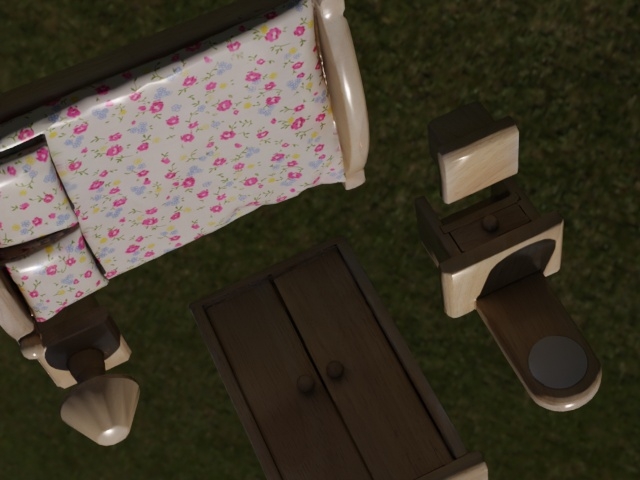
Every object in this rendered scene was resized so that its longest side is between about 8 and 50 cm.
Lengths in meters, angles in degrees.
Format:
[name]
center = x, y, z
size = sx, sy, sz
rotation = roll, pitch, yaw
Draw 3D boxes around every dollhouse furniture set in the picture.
[dollhouse furniture set]
center = 0.000, 0.000, 0.537
size = 0.355, 0.303, 0.174
rotation = 77, 166, -56
